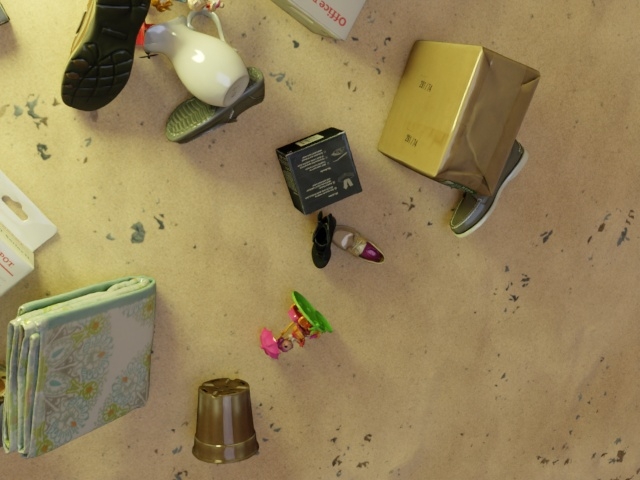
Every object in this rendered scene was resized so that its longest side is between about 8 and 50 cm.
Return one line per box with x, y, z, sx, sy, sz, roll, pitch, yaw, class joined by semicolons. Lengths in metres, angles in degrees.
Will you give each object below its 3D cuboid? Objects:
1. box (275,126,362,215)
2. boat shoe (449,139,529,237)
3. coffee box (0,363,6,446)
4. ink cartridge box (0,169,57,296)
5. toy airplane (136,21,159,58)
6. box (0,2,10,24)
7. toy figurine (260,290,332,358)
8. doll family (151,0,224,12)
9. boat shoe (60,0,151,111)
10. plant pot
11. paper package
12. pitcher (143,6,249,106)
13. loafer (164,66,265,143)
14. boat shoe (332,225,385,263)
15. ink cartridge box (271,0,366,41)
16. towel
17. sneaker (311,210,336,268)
-0.004;-0.166;1.697;0.155;0.093;0.158;-23;112;-14;box
0.426;-0.147;1.877;0.091;0.109;0.305;40;83;-27;boat shoe
-0.731;0.348;1.426;0.297;0.168;0.119;-9;116;-66;coffee box
-0.731;0.037;1.442;0.353;0.119;0.207;-41;116;-6;ink cartridge box
-0.369;-0.456;1.492;0.151;0.028;0.151;-7;109;-22;toy airplane
-0.734;-0.446;1.328;0.231;0.056;0.183;-31;114;-12;box
-0.075;0.234;1.800;0.159;0.130;0.173;-40;142;8;toy figurine
-0.312;-0.557;1.445;0.263;0.118;0.163;39;71;-29;doll family
-0.424;-0.406;1.417;0.122;0.120;0.324;16;127;-33;boat shoe
-0.236;0.436;1.758;0.166;0.167;0.165;-4;99;-22;plant pot
0.305;-0.292;1.659;0.168;0.325;0.310;15;101;-25;paper package
-0.234;-0.390;1.489;0.207;0.125;0.178;41;66;8;pitcher
-0.223;-0.280;1.568;0.251;0.094;0.087;-30;146;1;loafer
0.098;0.013;1.813;0.170;0.059;0.063;24;96;-26;boat shoe
0.017;-0.622;1.525;0.226;0.131;0.306;26;96;-40;ink cartridge box
-0.504;0.259;1.533;0.374;0.090;0.321;-16;120;-58;towel
0.003;0.001;1.740;0.051;0.089;0.170;16;112;10;sneaker
